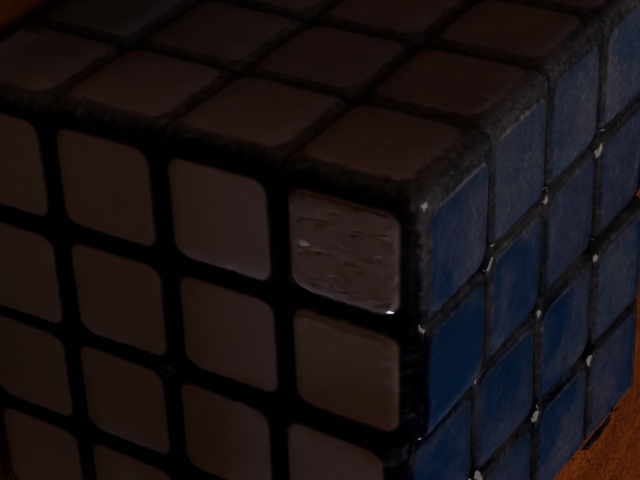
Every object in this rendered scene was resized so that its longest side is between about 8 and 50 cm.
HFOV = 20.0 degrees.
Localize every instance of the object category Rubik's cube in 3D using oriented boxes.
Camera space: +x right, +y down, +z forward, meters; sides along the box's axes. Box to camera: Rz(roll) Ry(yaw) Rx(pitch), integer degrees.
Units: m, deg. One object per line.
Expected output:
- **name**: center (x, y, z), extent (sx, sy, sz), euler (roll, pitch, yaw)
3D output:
- **Rubik's cube**: center (0.000, 0.000, 1.209), extent (0.344, 0.344, 0.337), euler (-41, 138, -46)
